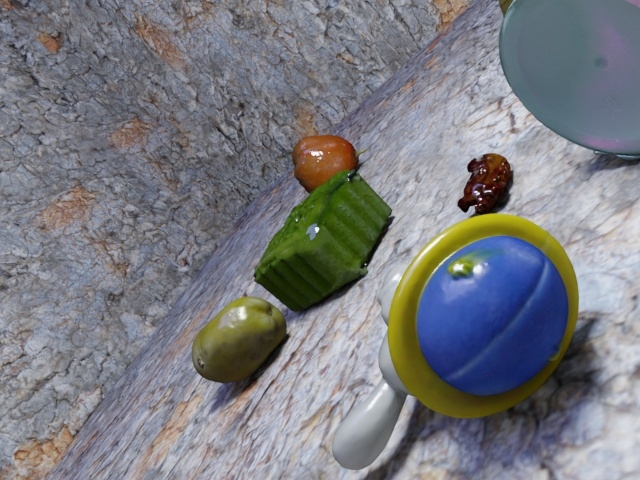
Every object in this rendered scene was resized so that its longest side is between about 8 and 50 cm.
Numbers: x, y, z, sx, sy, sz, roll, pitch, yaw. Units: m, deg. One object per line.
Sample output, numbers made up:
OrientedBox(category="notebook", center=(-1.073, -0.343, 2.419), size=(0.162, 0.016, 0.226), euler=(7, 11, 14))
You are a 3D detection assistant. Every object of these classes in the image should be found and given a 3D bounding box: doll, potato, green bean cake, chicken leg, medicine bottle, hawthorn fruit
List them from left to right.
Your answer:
OrientedBox(category="potato", center=(-0.164, 0.196, 1.152), size=(0.200, 0.137, 0.154), euler=(-40, 13, 29))
OrientedBox(category="green bean cake", center=(0.000, 0.000, 1.212), size=(0.247, 0.156, 0.250), euler=(-33, 18, 49))
OrientedBox(category="hawthorn fruit", center=(0.034, -0.259, 1.893), size=(0.251, 0.199, 0.199), euler=(-17, 20, 13))
OrientedBox(category="doll", center=(0.104, 0.096, 0.567), size=(0.311, 0.159, 0.242), euler=(-50, 14, -5))
OrientedBox(category="chicken leg", center=(0.262, -0.101, 0.931), size=(0.089, 0.048, 0.219), euler=(-34, 17, 32))
OrientedBox(category="medicine bottle", center=(0.385, -0.276, 0.658), size=(0.290, 0.245, 0.245), euler=(-47, 13, -16))

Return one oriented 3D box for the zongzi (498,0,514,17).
OrientedBox(category="zongzi", center=(0.622, -0.594, 1.204), size=(0.467, 0.218, 0.500), euler=(-18, 5, 7))
